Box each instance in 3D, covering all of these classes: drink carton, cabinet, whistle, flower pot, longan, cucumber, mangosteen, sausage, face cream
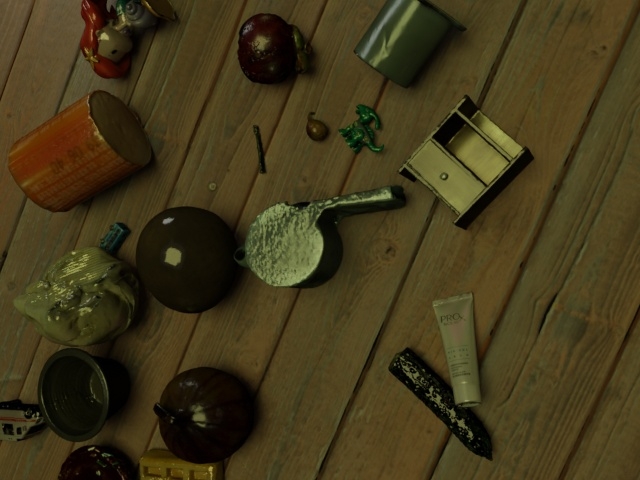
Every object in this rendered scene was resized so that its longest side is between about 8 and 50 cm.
[{"bbox_3d":[0.188,-0.447,1.513,0.190,0.191,0.185,-57,33,17],"label":"drink carton"},{"bbox_3d":[0.307,-0.160,1.468,0.175,0.148,0.215,46,104,17],"label":"cabinet"},{"bbox_3d":[-0.005,-0.031,1.576,0.404,0.168,0.188,-42,75,10],"label":"whistle"},{"bbox_3d":[-0.595,0.386,1.792,0.235,0.148,0.235,0,91,22],"label":"flower pot"},{"bbox_3d":[-0.316,0.046,1.651,0.258,0.258,0.258,-1,86,21],"label":"longan"},{"bbox_3d":[0.266,0.354,1.497,0.300,0.072,0.072,45,103,16],"label":"cucumber"},{"bbox_3d":[-0.109,-0.457,1.654,0.180,0.166,0.166,1,87,-4],"label":"mangosteen"},{"bbox_3d":[-0.620,-0.229,1.798,0.287,0.233,0.233,-26,78,20],"label":"sausage"},{"bbox_3d":[0.302,0.235,1.484,0.092,0.058,0.244,-14,64,20],"label":"face cream"}]

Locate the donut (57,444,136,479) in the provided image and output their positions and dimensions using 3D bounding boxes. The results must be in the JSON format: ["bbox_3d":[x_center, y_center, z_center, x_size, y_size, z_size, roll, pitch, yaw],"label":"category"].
[{"bbox_3d":[-0.576,0.647,1.801,0.235,0.089,0.235,-2,85,21],"label":"donut"}]

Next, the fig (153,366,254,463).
[{"bbox_3d":[-0.277,0.420,1.643,0.235,0.214,0.235,0,94,-3],"label":"fig"}]

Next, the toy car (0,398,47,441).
[{"bbox_3d":[-0.821,0.500,1.907,0.209,0.089,0.108,-4,86,23],"label":"toy car"}]

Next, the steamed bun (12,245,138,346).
[{"bbox_3d":[-0.603,0.167,1.782,0.280,0.268,0.207,14,136,41],"label":"steamed bun"}]

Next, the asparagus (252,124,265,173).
[{"bbox_3d":[-0.153,-0.228,1.723,0.015,0.018,0.127,-26,71,59],"label":"asparagus"}]

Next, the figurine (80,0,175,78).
[{"bbox_3d":[-0.531,-0.573,1.821,0.257,0.181,0.208,-34,115,18],"label":"figurine"}]

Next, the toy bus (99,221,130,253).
[{"bbox_3d":[-0.553,-0.007,1.857,0.046,0.038,0.083,41,102,15],"label":"toy bus"}]

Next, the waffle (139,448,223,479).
[{"bbox_3d":[-0.350,0.659,1.729,0.221,0.055,0.248,-1,86,22],"label":"waffle"}]

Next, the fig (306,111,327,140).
[{"bbox_3d":[-0.014,-0.276,1.659,0.050,0.050,0.083,-30,59,17],"label":"fig"}]

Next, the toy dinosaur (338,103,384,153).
[{"bbox_3d":[0.102,-0.253,1.607,0.096,0.059,0.132,-38,66,10],"label":"toy dinosaur"}]
